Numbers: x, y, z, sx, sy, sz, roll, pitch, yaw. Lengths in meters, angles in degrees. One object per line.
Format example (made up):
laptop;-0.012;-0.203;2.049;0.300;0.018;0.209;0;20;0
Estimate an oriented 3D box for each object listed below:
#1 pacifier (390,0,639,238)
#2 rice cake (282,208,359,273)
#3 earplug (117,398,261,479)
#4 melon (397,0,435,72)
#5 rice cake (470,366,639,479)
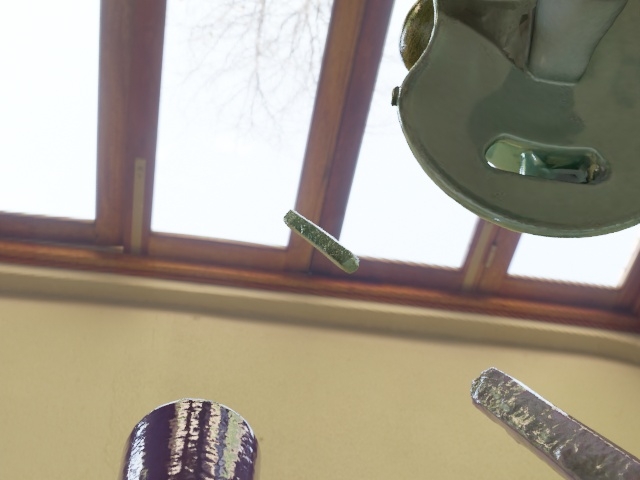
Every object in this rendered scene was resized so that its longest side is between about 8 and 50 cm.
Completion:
pacifier;0.210;-0.174;0.537;0.289;0.269;0.343;9;-108;4
rice cake;0.000;0.000;1.117;0.030;0.042;0.180;-47;-135;-6
earplug;-0.177;0.395;0.885;0.215;0.215;0.456;8;-167;-8
melon;0.153;-0.266;0.898;0.098;0.130;0.098;28;-154;-15
rice cake;0.244;0.200;0.607;0.106;0.050;0.298;41;176;-25
